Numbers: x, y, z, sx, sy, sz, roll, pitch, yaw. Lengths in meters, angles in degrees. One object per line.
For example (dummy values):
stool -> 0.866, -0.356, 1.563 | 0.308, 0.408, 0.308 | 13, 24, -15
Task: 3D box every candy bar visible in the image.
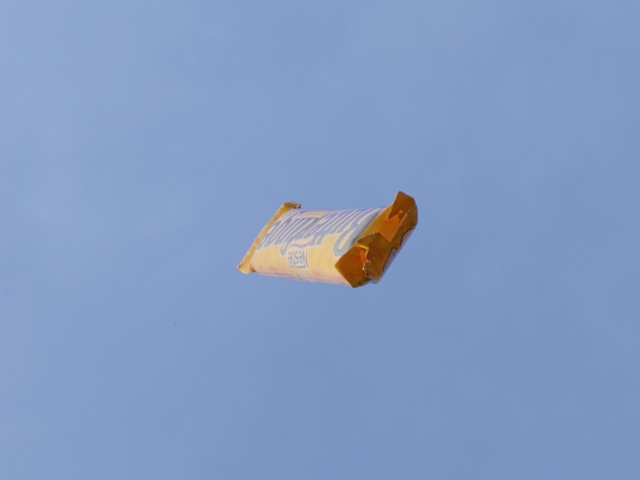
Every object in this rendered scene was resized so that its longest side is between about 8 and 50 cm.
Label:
candy bar -> 0.000, 0.000, 0.508 | 0.018, 0.161, 0.040 | 41, -101, -13
